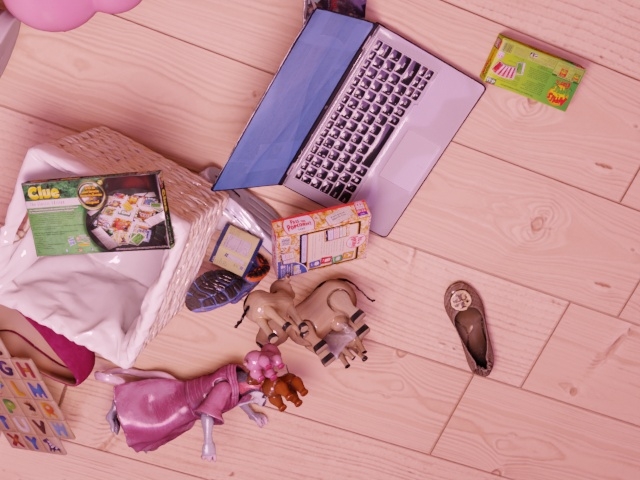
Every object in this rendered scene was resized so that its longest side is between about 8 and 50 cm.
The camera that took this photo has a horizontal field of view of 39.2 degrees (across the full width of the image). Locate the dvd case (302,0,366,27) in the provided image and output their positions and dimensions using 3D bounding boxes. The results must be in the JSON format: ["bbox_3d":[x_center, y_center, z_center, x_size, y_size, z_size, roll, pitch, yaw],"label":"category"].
[{"bbox_3d":[0.027,-0.444,1.706,0.120,0.013,0.087,3,115,-3],"label":"dvd case"}]

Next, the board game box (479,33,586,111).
[{"bbox_3d":[0.416,-0.328,1.764,0.181,0.043,0.092,18,114,-11],"label":"board game box"}]

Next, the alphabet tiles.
[{"bbox_3d":[-0.685,0.337,1.957,0.285,0.011,0.342,0,124,29],"label":"alphabet tiles"}]

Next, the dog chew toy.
[{"bbox_3d":[-0.391,-0.484,1.571,0.332,0.206,0.206,-12,115,-6],"label":"dog chew toy"}]

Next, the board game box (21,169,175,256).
[{"bbox_3d":[-0.382,-0.045,1.541,0.260,0.030,0.136,-3,108,16],"label":"board game box"}]

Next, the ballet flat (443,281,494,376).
[{"bbox_3d":[0.337,0.204,2.003,0.084,0.058,0.249,-17,115,4],"label":"ballet flat"}]

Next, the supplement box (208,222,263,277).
[{"bbox_3d":[-0.171,0.021,1.818,0.083,0.056,0.083,26,150,-4],"label":"supplement box"}]

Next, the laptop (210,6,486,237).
[{"bbox_3d":[0.065,-0.198,1.702,0.408,0.236,0.382,27,112,-15],"label":"laptop"}]

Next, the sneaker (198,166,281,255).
[{"bbox_3d":[-0.165,-0.045,1.854,0.258,0.094,0.091,44,124,-15],"label":"sneaker"}]

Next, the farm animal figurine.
[{"bbox_3d":[-0.049,0.173,1.855,0.327,0.172,0.330,-28,145,-24],"label":"farm animal figurine"}]

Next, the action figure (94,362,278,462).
[{"bbox_3d":[-0.267,0.343,1.998,0.370,0.248,0.275,-23,87,9],"label":"action figure"}]

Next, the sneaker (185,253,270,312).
[{"bbox_3d":[-0.193,0.104,1.862,0.083,0.221,0.087,45,132,20],"label":"sneaker"}]

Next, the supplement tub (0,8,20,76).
[{"bbox_3d":[-0.699,-0.384,1.600,0.272,0.191,0.191,24,112,-13],"label":"supplement tub"}]

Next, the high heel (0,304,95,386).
[{"bbox_3d":[-0.654,0.194,1.879,0.377,0.181,0.127,14,114,-10],"label":"high heel"}]

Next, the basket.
[{"bbox_3d":[-0.401,-0.001,1.715,0.331,0.266,0.328,27,113,4],"label":"basket"}]

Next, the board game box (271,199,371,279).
[{"bbox_3d":[0.000,0.000,1.799,0.194,0.045,0.146,-13,145,-12],"label":"board game box"}]
